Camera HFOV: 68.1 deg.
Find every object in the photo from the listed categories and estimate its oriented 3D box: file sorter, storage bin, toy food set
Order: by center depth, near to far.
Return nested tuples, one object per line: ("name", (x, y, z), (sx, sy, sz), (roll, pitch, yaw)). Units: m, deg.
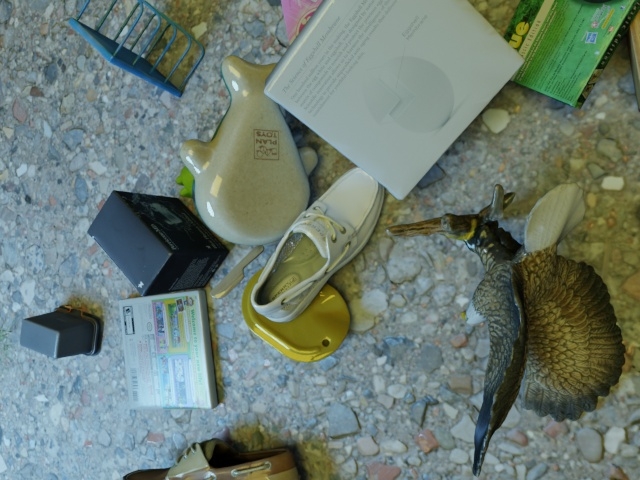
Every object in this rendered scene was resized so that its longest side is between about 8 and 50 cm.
("toy food set", (-0.052, 0.107, 0.763), (0.218, 0.071, 0.128), (34, 79, 17))
("file sorter", (-0.300, -0.343, 0.805), (0.118, 0.170, 0.104), (44, 102, 17))
("storage bin", (-0.519, 0.181, 0.941), (0.135, 0.091, 0.098), (11, 95, 22))

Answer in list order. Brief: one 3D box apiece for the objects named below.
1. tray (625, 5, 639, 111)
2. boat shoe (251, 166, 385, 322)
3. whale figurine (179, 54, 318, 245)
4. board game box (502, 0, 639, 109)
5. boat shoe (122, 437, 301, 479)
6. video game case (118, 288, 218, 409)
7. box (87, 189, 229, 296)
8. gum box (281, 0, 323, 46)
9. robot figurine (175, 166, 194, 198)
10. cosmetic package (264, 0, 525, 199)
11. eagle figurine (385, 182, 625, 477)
("tray", (0.445, -0.377, 0.532), (0.203, 0.076, 0.411), (-9, 88, 29))
("boat shoe", (0.000, 0.000, 0.690), (0.098, 0.096, 0.277), (33, 85, 17))
("whale figurine", (-0.110, -0.131, 0.723), (0.141, 0.216, 0.272), (17, 109, 59))
("board game box", (0.317, -0.305, 0.562), (0.136, 0.030, 0.259), (42, 123, 35))
("boat shoe", (-0.181, 0.393, 0.794), (0.324, 0.122, 0.120), (-6, 83, 15))
("video game case", (-0.286, 0.206, 0.880), (0.193, 0.023, 0.212), (-9, 86, 23))
("box", (-0.267, 0.003, 0.797), (0.156, 0.158, 0.093), (43, 105, 16))
("gum box", (0.010, -0.315, 0.730), (0.107, 0.062, 0.188), (-13, 86, 22))
("robot figurine", (-0.192, -0.115, 0.814), (0.115, 0.067, 0.101), (-30, 70, 20))
("cosmetic package", (0.081, -0.218, 0.608), (0.225, 0.138, 0.224), (35, 106, -20))
("eagle figurine", (0.239, 0.097, 0.576), (0.226, 0.225, 0.298), (-21, 71, 11))
